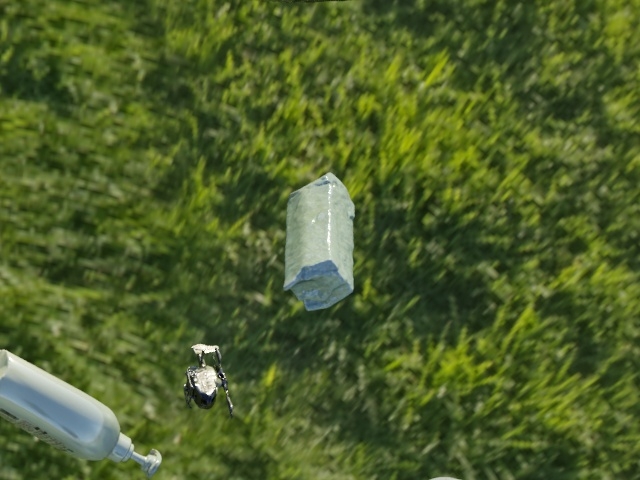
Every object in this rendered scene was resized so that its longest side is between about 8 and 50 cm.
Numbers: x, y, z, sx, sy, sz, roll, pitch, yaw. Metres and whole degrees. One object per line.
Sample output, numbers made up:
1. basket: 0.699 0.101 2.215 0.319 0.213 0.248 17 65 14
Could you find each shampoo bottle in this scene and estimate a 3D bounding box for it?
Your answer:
1. shampoo bottle: -0.184 0.136 1.133 0.152 0.077 0.045 34 70 -17

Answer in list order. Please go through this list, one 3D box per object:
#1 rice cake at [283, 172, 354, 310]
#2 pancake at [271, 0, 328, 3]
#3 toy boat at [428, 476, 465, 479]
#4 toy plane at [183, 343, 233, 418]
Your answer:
1. rice cake: 0.000 0.000 1.695 0.063 0.069 0.206 52 19 -29
2. pancake: -0.042 -0.189 0.874 0.253 0.253 0.037 7 77 -12
3. toy boat: 0.076 0.302 1.309 0.142 0.309 0.129 -19 55 -31
4. toy plane: -0.126 0.151 1.672 0.049 0.031 0.120 -1 35 -16
